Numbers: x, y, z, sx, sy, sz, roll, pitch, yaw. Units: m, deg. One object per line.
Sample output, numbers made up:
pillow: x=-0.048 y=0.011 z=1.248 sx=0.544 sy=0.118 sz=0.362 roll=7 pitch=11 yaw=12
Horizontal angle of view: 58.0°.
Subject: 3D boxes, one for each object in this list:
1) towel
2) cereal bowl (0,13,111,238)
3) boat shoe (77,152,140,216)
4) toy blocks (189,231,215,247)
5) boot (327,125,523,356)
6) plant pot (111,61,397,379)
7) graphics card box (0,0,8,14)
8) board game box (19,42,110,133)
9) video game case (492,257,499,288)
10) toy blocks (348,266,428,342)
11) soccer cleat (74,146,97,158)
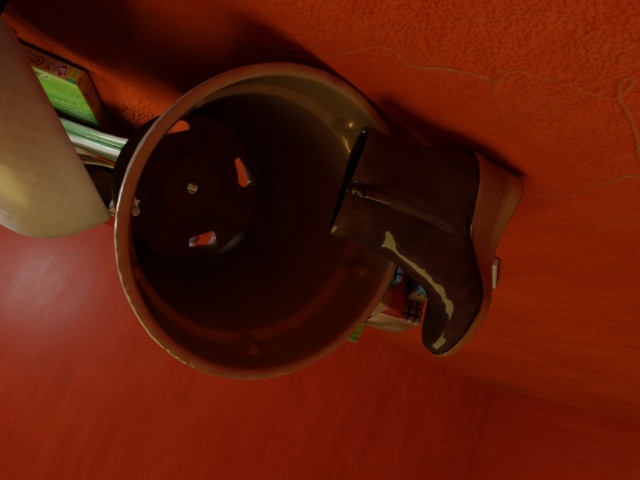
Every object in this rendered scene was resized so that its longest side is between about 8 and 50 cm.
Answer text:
towel: x=-0.349 y=-0.155 z=1.118 sx=0.248 sy=0.038 sz=0.325 roll=18 pitch=177 yaw=21
cereal bowl: x=-0.378 y=-0.144 z=0.648 sx=0.339 sy=0.141 sz=0.339 roll=51 pitch=159 yaw=28
boat shoe: x=-0.394 y=-0.088 z=1.178 sx=0.302 sy=0.113 sz=0.103 roll=21 pitch=-177 yaw=-3
toy blocks: x=-0.243 y=0.039 z=1.544 sx=0.309 sy=0.260 sz=0.288 roll=-2 pitch=-161 yaw=-3
boot: x=0.101 y=0.009 z=0.657 sx=0.207 sy=0.248 sz=0.090 roll=11 pitch=-164 yaw=-19
plant pot: x=-0.118 y=-0.044 z=0.722 sx=0.334 sy=0.334 sz=0.305 roll=30 pitch=176 yaw=-34
graphics card box: x=-0.395 y=-0.251 z=0.402 sx=0.371 sy=0.233 sz=0.094 roll=21 pitch=168 yaw=5
board game box: x=-0.432 y=-0.243 z=0.970 sx=0.124 sy=0.039 sz=0.259 roll=23 pitch=166 yaw=-8
video game case: x=0.257 y=0.044 z=1.070 sx=0.143 sy=0.019 sz=0.157 roll=17 pitch=167 yaw=21
toy blocks: x=0.091 y=0.100 z=1.258 sx=0.381 sy=0.191 sz=0.261 roll=17 pitch=159 yaw=-9
soccer cleat: x=-0.587 y=-0.215 z=1.260 sx=0.196 sy=0.076 sz=0.068 roll=29 pitch=166 yaw=-33
